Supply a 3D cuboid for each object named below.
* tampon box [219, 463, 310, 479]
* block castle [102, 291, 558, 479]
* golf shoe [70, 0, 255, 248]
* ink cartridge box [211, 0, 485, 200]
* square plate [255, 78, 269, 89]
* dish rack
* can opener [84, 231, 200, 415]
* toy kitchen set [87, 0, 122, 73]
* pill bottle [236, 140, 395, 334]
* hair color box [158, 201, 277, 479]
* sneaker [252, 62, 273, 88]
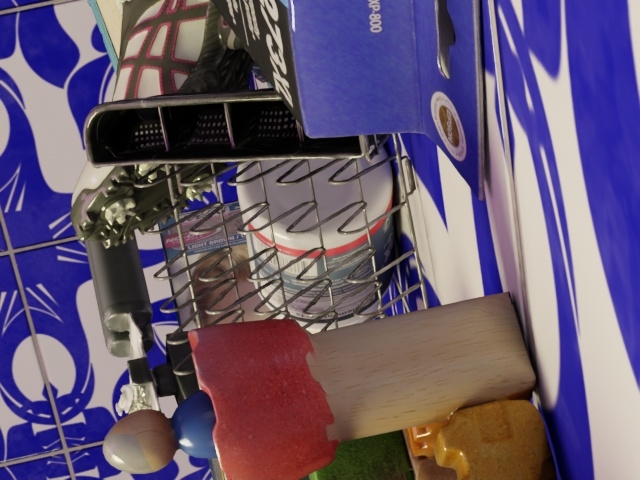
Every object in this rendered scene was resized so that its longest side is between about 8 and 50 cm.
[{"bbox_3d":[-0.008,0.191,1.567,0.101,0.161,0.120,-120,17,-77],"label":"tampon box"},{"bbox_3d":[0.021,0.239,0.966,0.453,0.213,0.303,89,168,-68],"label":"block castle"},{"bbox_3d":[-0.099,-0.121,1.251,0.120,0.273,0.105,37,-177,25],"label":"golf shoe"},{"bbox_3d":[-0.030,-0.183,0.906,0.371,0.069,0.175,53,159,41],"label":"ink cartridge box"},{"bbox_3d":[-0.063,-0.296,1.673,0.344,0.049,0.347,85,172,-64],"label":"square plate"},{"bbox_3d":[-0.025,0.028,1.141,0.074,0.208,0.271,-35,-61,-52],"label":"dish rack"},{"bbox_3d":[-0.160,0.069,1.615,0.074,0.093,0.280,96,157,-47],"label":"can opener"},{"bbox_3d":[-0.156,-0.193,1.426,0.207,0.166,0.122,-40,-66,-56],"label":"toy kitchen set"},{"bbox_3d":[0.000,0.000,1.274,0.180,0.108,0.108,85,172,-59],"label":"pill bottle"},{"bbox_3d":[-0.040,0.133,1.747,0.105,0.174,0.347,-112,11,-64],"label":"hair color box"},{"bbox_3d":[-0.054,-0.183,1.337,0.104,0.125,0.262,-117,16,-77],"label":"sneaker"}]
